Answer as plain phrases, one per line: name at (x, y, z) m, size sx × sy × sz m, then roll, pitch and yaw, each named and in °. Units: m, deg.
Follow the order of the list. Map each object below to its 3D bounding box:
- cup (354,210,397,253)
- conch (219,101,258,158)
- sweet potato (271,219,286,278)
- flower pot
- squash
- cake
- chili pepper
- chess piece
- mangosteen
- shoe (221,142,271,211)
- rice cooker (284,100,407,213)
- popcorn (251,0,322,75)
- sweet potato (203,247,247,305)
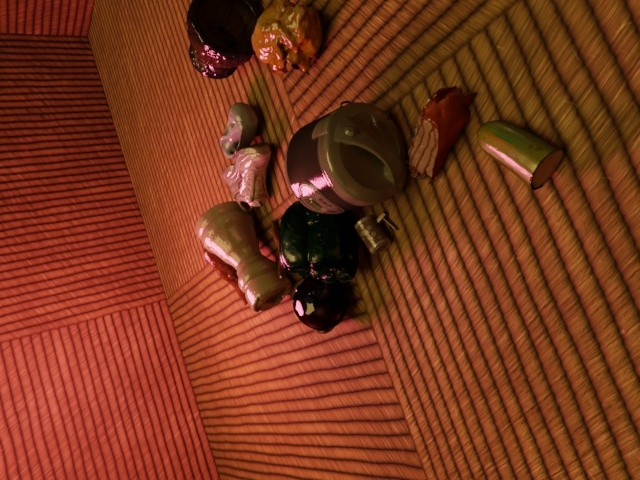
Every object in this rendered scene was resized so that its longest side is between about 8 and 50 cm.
cup at (0.168, -0.023, 1.471) m, size 0.099 × 0.102 × 0.074 m, roll 60°, pitch 180°, yaw 20°
conch at (-0.311, -0.418, 1.931) m, size 0.185 × 0.121 × 0.221 m, roll -94°, pitch 26°, yaw -49°
sweet potato at (-0.146, 0.029, 1.928) m, size 0.069 × 0.059 × 0.250 m, roll -19°, pitch 69°, yaw 18°
flower pot at (-0.362, -0.730, 1.816) m, size 0.267 × 0.266 × 0.267 m, roll -17°, pitch 87°, yaw 66°
squash at (0.402, -0.197, 1.053) m, size 0.188 × 0.095 × 0.095 m, roll 48°, pitch 136°, yaw 35°
cake at (0.267, -0.244, 1.217) m, size 0.098 × 0.135 × 0.287 m, roll 42°, pitch 143°, yaw 20°
chili pepper at (0.000, 0.000, 1.550) m, size 0.233 × 0.248 × 0.257 m, roll -7°, pitch 75°, yaw 19°
chess piece at (-0.303, 0.069, 2.016) m, size 0.442 × 0.234 × 0.234 m, roll 53°, pitch 139°, yaw 24°
mangosteen at (0.005, 0.223, 1.688) m, size 0.194 × 0.194 × 0.230 m, roll 41°, pitch 156°, yaw 40°
shoe at (-0.256, -0.234, 1.941) m, size 0.342 × 0.132 × 0.211 m, roll -32°, pitch 80°, yaw 56°
rice cooker at (0.071, -0.212, 1.359) m, size 0.277 × 0.288 × 0.288 m, roll -7°, pitch 95°, yaw 54°
popcorn at (-0.106, -0.624, 1.539) m, size 0.191 × 0.190 × 0.253 m, roll 63°, pitch 148°, yaw 30°
sweet potato at (-0.381, 0.149, 2.201) m, size 0.355 × 0.106 × 0.095 m, roll 58°, pitch -163°, yaw -32°
